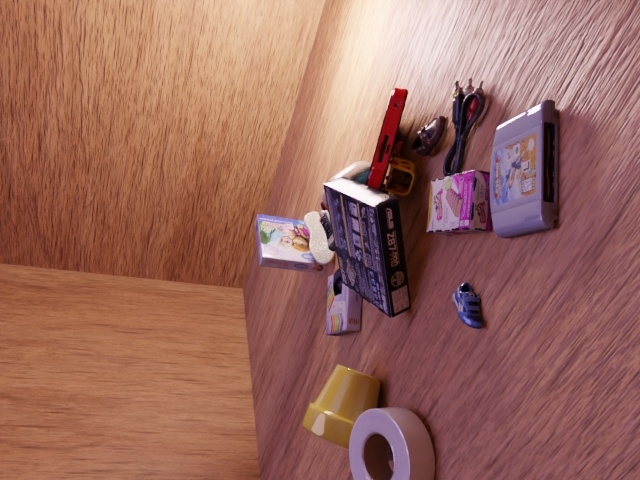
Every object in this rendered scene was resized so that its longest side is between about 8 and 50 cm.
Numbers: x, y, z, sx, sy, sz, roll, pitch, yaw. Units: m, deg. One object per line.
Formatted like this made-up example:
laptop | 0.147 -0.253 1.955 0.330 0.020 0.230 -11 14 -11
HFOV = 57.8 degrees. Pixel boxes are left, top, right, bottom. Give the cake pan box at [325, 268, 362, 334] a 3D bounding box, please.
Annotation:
cake pan box | 0.095 0.248 2.362 0.246 0.070 0.267 151 125 -66

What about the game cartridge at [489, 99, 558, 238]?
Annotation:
game cartridge | 0.477 -0.159 1.371 0.198 0.062 0.297 161 116 -66

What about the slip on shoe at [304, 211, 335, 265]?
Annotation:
slip on shoe | 0.000 0.000 2.724 0.331 0.123 0.101 -110 0 -47

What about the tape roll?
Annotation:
tape roll | 0.204 0.636 1.698 0.286 0.100 0.286 -16 71 55

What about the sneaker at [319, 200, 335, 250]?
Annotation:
sneaker | 0.041 -0.063 2.454 0.100 0.108 0.271 -54 26 41

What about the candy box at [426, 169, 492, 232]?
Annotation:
candy box | 0.383 -0.099 1.602 0.233 0.071 0.159 172 104 -72

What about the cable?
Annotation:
cable | 0.419 -0.316 1.657 0.139 0.072 0.287 24 119 57

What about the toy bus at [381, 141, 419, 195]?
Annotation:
toy bus | 0.273 -0.220 1.935 0.191 0.104 0.202 93 -164 -70

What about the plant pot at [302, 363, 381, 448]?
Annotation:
plant pot | 0.092 0.563 1.984 0.239 0.254 0.254 -70 16 -9

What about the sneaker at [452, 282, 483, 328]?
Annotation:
sneaker | 0.387 0.169 1.511 0.144 0.053 0.059 -106 32 -50

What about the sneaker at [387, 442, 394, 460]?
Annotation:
sneaker | 0.230 0.618 1.831 0.065 0.061 0.158 -49 -26 -77

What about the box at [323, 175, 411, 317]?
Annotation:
box | 0.150 0.016 1.896 0.318 0.097 0.395 29 137 55

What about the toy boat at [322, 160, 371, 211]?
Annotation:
toy boat | 0.110 -0.174 2.285 0.148 0.267 0.318 48 148 10

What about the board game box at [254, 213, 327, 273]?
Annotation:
board game box | -0.147 0.014 2.800 0.318 0.319 0.066 -104 28 -47

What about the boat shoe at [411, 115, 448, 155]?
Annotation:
boat shoe | 0.332 -0.318 1.780 0.207 0.073 0.073 111 171 -68

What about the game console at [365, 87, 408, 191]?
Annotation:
game console | 0.217 -0.302 2.012 0.342 0.060 0.386 90 -163 -75
